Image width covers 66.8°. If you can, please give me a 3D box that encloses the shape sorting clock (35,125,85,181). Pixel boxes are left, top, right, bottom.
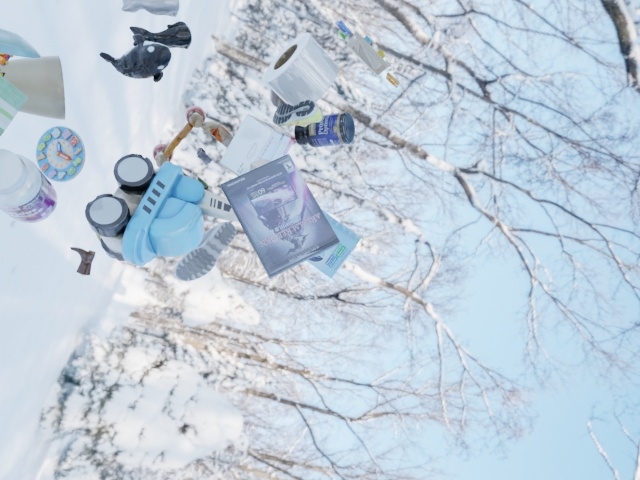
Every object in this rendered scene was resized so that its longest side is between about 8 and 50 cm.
[{"bbox_3d":[-0.960,-0.318,1.788,0.040,0.206,0.206,-4,115,-82],"label":"shape sorting clock"}]

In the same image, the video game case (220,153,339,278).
[{"bbox_3d":[-0.102,-0.067,1.209,0.274,0.196,0.026,60,-13,17],"label":"video game case"}]

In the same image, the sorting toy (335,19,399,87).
[{"bbox_3d":[0.195,-0.741,1.912,0.047,0.347,0.196,-47,-169,4],"label":"sorting toy"}]

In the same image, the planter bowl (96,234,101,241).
[{"bbox_3d":[-0.873,-0.033,2.048,0.090,0.217,0.217,-55,-158,23],"label":"planter bowl"}]

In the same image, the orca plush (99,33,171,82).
[{"bbox_3d":[-0.611,-0.576,1.557,0.102,0.287,0.151,-50,148,-43],"label":"orca plush"}]

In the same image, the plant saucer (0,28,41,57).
[{"bbox_3d":[-0.717,-0.440,1.054,0.195,0.194,0.038,-144,-119,-73],"label":"plant saucer"}]

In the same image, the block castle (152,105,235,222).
[{"bbox_3d":[-0.449,-0.324,2.065,0.303,0.453,0.213,-48,-155,6],"label":"block castle"}]

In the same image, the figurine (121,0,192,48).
[{"bbox_3d":[-0.594,-0.787,1.727,0.092,0.209,0.215,-24,-94,54],"label":"figurine"}]

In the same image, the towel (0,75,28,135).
[{"bbox_3d":[-0.959,-0.315,1.303,0.325,0.038,0.248,-60,175,-10],"label":"towel"}]

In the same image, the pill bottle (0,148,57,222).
[{"bbox_3d":[-0.942,-0.167,1.503,0.301,0.169,0.170,137,-31,-71],"label":"pill bottle"}]

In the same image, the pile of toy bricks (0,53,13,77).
[{"bbox_3d":[-1.162,-0.596,1.662,0.117,0.105,0.213,13,-105,29],"label":"pile of toy bricks"}]

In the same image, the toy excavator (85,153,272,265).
[{"bbox_3d":[-0.363,-0.093,1.408,0.222,0.444,0.433,112,-2,-62],"label":"toy excavator"}]

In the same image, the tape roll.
[{"bbox_3d":[-0.075,-0.638,1.848,0.246,0.169,0.246,-33,-146,26],"label":"tape roll"}]

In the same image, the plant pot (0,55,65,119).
[{"bbox_3d":[-1.193,-0.620,1.950,0.256,0.273,0.257,16,-71,58],"label":"plant pot"}]

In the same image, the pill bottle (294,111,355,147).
[{"bbox_3d":[0.014,-0.426,1.887,0.219,0.123,0.123,-1,-117,26],"label":"pill bottle"}]

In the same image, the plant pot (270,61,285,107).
[{"bbox_3d":[-0.155,-0.687,2.165,0.165,0.166,0.167,111,-10,-56],"label":"plant pot"}]

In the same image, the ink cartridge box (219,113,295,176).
[{"bbox_3d":[-0.224,-0.333,1.785,0.207,0.117,0.283,-57,172,12],"label":"ink cartridge box"}]

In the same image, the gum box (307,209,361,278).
[{"bbox_3d":[0.000,0.000,1.411,0.157,0.184,0.041,-55,178,34],"label":"gum box"}]

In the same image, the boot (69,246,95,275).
[{"bbox_3d":[-1.023,0.090,2.061,0.037,0.106,0.114,-159,-94,-72],"label":"boot"}]

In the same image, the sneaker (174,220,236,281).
[{"bbox_3d":[-0.429,0.045,1.789,0.281,0.105,0.115,-46,-155,-28],"label":"sneaker"}]

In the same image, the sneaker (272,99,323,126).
[{"bbox_3d":[-0.081,-0.435,1.724,0.208,0.094,0.082,6,-102,39],"label":"sneaker"}]
